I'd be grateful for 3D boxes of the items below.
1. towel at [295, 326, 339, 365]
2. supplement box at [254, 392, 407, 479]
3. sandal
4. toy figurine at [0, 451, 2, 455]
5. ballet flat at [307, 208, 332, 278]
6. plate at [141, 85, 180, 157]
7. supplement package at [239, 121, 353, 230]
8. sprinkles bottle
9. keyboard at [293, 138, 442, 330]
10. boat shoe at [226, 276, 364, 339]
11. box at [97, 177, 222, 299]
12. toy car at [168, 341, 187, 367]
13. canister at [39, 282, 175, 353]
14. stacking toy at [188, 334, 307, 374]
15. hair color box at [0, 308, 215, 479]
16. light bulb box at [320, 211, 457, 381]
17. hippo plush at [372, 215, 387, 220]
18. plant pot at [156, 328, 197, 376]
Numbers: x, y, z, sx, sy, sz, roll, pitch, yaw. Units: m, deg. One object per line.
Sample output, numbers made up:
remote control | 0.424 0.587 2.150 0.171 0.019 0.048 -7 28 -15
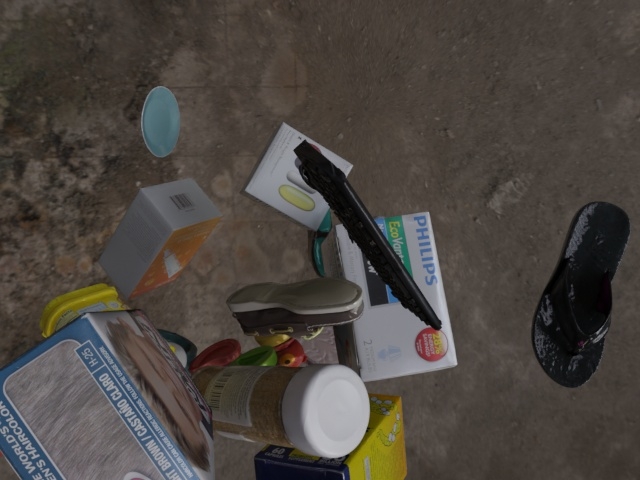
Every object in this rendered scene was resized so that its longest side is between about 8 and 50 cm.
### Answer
towel | 0.051 0.366 1.968 0.317 0.332 0.053 30 117 28
supplement box | 0.038 0.480 1.210 0.194 0.356 0.195 -2 97 25
sandal | 0.606 0.121 1.316 0.168 0.107 0.445 14 87 8
toy figurine | -0.472 0.270 0.535 0.217 0.191 0.362 31 130 -19
ballet flat | 0.000 0.000 1.967 0.108 0.106 0.316 8 64 -21
plate | -0.434 -0.318 1.521 0.024 0.188 0.188 7 103 16
supplement package | -0.065 -0.154 1.427 0.203 0.149 0.194 29 87 -13
sprinkles bottle | -0.086 0.251 0.875 0.355 0.121 0.121 -15 105 49
keyboard | 0.054 -0.011 0.784 0.033 0.201 0.317 -38 125 -2
boat shoe | -0.046 0.143 1.135 0.324 0.116 0.096 -6 113 34
box | -0.500 -0.007 1.761 0.168 0.215 0.345 49 124 11
toy car | -0.353 0.282 1.117 0.182 0.136 0.159 20 99 -26
canister | -0.323 0.151 0.871 0.170 0.126 0.073 36 116 19
stacking toy | -0.195 0.350 1.503 0.309 0.279 0.130 -21 104 13
hair color box | -0.193 0.167 0.567 0.105 0.347 0.174 -35 92 -12
light bulb box | 0.148 0.141 1.401 0.225 0.361 0.357 -9 83 -6
hippo plush | 0.212 0.057 1.797 0.294 0.234 0.236 24 111 -15
plant pot | -0.462 0.370 1.608 0.293 0.293 0.196 22 95 -1
